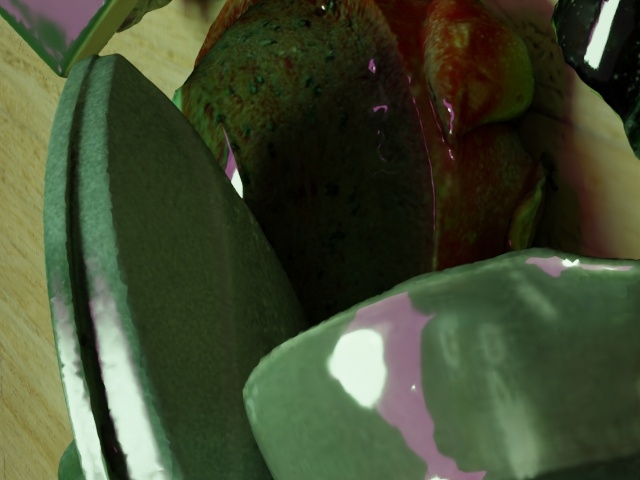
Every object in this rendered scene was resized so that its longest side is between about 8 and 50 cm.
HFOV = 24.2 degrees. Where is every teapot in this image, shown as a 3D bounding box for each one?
[{"bbox_3d":[0.104,0.196,0.429,0.300,0.253,0.344,91,170,-68],"label":"teapot"}]

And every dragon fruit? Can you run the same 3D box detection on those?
[{"bbox_3d":[0.000,0.000,0.694,0.268,0.130,0.295,56,143,34],"label":"dragon fruit"}]

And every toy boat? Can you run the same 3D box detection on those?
[{"bbox_3d":[-0.040,0.085,0.549,0.092,0.141,0.319,-16,89,23],"label":"toy boat"}]

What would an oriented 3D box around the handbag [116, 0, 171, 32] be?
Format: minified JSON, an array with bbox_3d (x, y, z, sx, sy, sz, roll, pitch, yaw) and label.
[{"bbox_3d":[-0.126,-0.220,0.935,0.117,0.095,0.173,108,153,-50],"label":"handbag"}]

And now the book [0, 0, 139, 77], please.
[{"bbox_3d":[-0.199,-0.306,0.828,0.371,0.043,0.260,47,124,5],"label":"book"}]

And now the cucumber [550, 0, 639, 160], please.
[{"bbox_3d":[0.130,-0.132,0.452,0.074,0.074,0.241,55,140,44],"label":"cucumber"}]
